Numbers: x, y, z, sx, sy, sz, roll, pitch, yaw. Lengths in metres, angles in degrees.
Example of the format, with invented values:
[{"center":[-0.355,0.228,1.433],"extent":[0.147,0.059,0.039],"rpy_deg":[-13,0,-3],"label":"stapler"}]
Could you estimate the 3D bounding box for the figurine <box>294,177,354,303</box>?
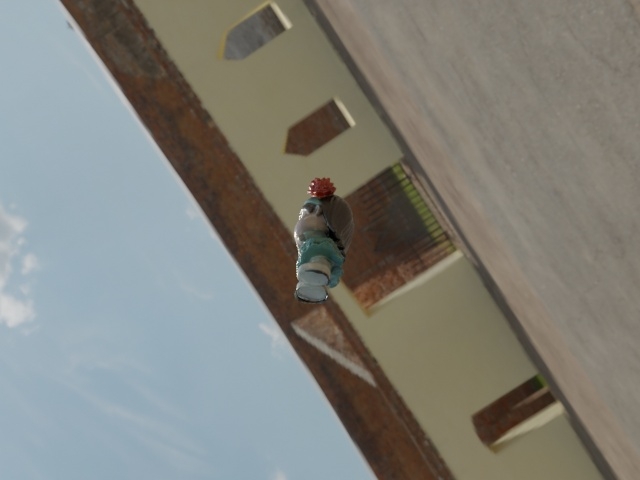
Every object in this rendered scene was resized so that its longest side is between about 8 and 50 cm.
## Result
[{"center":[0.000,0.000,0.575],"extent":[0.106,0.047,0.060],"rpy_deg":[-80,-22,-53],"label":"figurine"}]
